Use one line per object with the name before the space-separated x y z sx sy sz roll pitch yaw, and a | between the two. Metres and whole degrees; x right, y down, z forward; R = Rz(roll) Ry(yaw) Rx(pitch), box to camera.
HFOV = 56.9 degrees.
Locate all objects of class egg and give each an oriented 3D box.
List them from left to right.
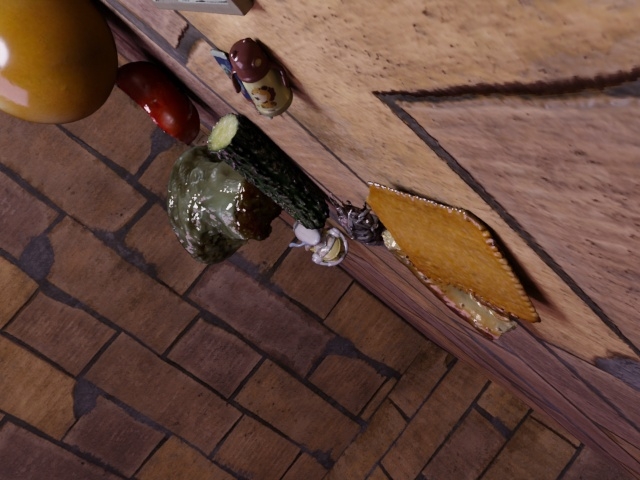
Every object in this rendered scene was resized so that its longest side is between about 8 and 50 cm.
egg | -0.559 -0.383 1.129 0.351 0.282 0.282 38 177 -2

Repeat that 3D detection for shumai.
shumai | -0.281 -0.125 1.886 0.323 0.397 0.324 -5 169 39

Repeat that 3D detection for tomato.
tomato | -0.354 -0.326 1.340 0.228 0.101 0.228 44 -177 -2

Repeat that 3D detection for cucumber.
cucumber | -0.083 -0.125 1.233 0.359 0.096 0.096 38 178 -42

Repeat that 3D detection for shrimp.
shrimp | 0.068 -0.034 1.024 0.165 0.065 0.056 39 -148 -45

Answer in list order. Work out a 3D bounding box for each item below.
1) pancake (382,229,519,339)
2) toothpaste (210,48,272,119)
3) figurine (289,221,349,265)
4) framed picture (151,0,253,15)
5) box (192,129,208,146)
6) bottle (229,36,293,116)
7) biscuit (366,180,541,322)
pancake | 0.218 0.071 0.922 0.266 0.057 0.244 40 175 -10
toothpaste | -0.106 -0.216 0.831 0.037 0.021 0.140 29 169 41
figurine | 0.000 0.000 1.749 0.184 0.128 0.208 35 -176 8
framed picture | -0.186 -0.301 0.578 0.192 0.018 0.265 42 175 -37
box | -0.420 -0.353 1.985 0.024 0.053 0.083 37 175 29
bottle | -0.071 -0.183 0.661 0.101 0.063 0.047 50 -163 -60
biscuit | 0.164 0.012 0.781 0.232 0.013 0.237 26 162 50
